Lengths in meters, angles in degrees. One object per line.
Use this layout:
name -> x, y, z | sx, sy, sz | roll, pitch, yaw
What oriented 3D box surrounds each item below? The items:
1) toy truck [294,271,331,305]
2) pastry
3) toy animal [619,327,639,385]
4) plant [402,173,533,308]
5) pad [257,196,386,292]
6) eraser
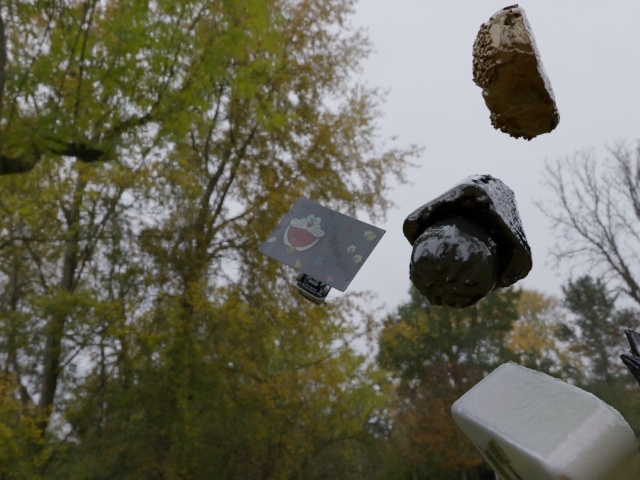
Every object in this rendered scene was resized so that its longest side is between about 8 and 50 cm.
toy truck -> 0.023, 0.065, 1.587 | 0.098, 0.227, 0.114 | 29, -24, 9
pastry -> 0.443, -0.381, 1.401 | 0.161, 0.255, 0.311 | -20, -55, 25
toy animal -> 0.739, 0.283, 1.206 | 0.122, 0.186, 0.298 | 3, 20, -42
plant -> 0.215, -0.005, 0.867 | 0.141, 0.256, 0.164 | -29, -74, 40
pad -> 0.000, 0.000, 1.290 | 0.245, 0.170, 0.006 | 24, -24, 34
eraser -> 0.362, 0.341, 0.993 | 0.149, 0.331, 0.331 | -34, -22, -8
